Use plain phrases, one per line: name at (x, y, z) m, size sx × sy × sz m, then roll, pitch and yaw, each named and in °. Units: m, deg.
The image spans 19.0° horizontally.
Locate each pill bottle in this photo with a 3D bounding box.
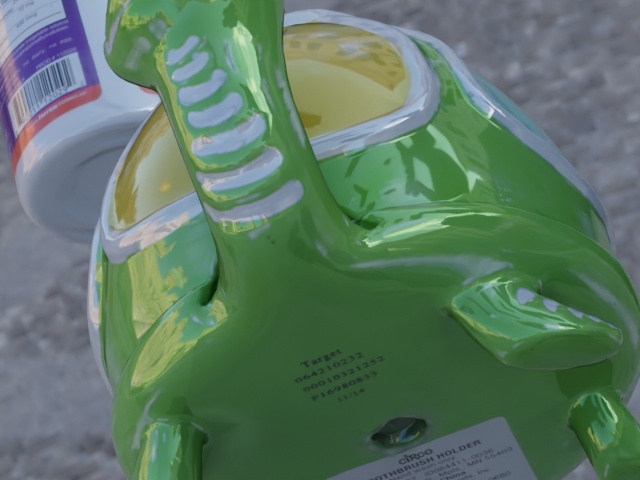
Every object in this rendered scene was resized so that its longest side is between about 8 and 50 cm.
pill bottle at (-0.128, -0.102, 1.039) m, size 0.108 × 0.108 × 0.193 m, roll -20°, pitch 55°, yaw 1°

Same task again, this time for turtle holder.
turtle holder at (-0.008, 0.012, 0.846) m, size 0.243 × 0.320 × 0.227 m, roll -41°, pitch 48°, yaw 31°
